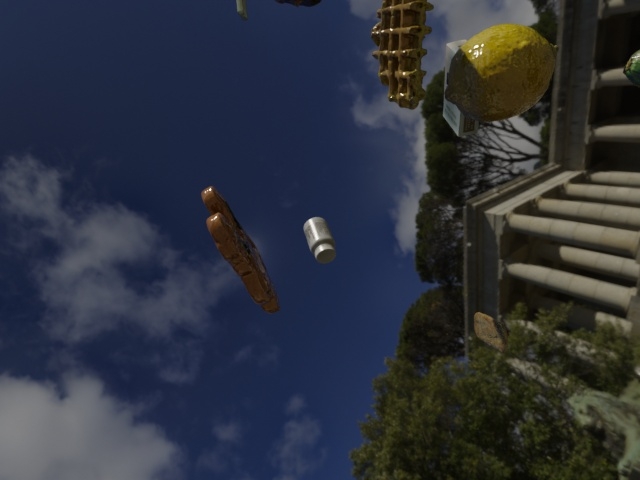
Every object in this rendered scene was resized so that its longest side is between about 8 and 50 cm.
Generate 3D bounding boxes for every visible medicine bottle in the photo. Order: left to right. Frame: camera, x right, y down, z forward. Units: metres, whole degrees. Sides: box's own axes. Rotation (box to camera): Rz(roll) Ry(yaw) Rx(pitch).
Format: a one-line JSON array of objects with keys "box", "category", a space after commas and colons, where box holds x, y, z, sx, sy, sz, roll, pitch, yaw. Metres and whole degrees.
[{"box": [0.000, 0.000, 1.270, 0.079, 0.140, 0.079, -11, -45, -11], "category": "medicine bottle"}]

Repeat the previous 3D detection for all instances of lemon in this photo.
[{"box": [0.380, -0.354, 0.885, 0.192, 0.230, 0.192, 45, -145, -46], "category": "lemon"}]

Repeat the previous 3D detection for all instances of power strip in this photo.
[{"box": [-0.205, -0.619, 1.074, 0.040, 0.016, 0.090, 8, -105, -80], "category": "power strip"}]

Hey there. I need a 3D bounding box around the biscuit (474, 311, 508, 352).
[{"box": [0.396, 0.212, 0.967, 0.018, 0.147, 0.071, -5, -85, -7], "category": "biscuit"}]

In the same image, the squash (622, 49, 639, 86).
[{"box": [0.592, -0.263, 0.646, 0.219, 0.077, 0.068, 6, -83, -3], "category": "squash"}]

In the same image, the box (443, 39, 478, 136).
[{"box": [0.438, -0.468, 1.280, 0.067, 0.155, 0.243, -12, -46, 0], "category": "box"}]

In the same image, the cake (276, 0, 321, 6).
[{"box": [-0.068, -0.627, 0.868, 0.196, 0.198, 0.293, -2, -85, -60], "category": "cake"}]

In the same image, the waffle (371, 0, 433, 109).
[{"box": [0.127, -0.294, 0.598, 0.046, 0.160, 0.192, -8, -103, -21], "category": "waffle"}]

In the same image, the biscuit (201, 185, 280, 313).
[{"box": [-0.161, 0.038, 0.914, 0.047, 0.202, 0.334, -24, -49, -2], "category": "biscuit"}]
